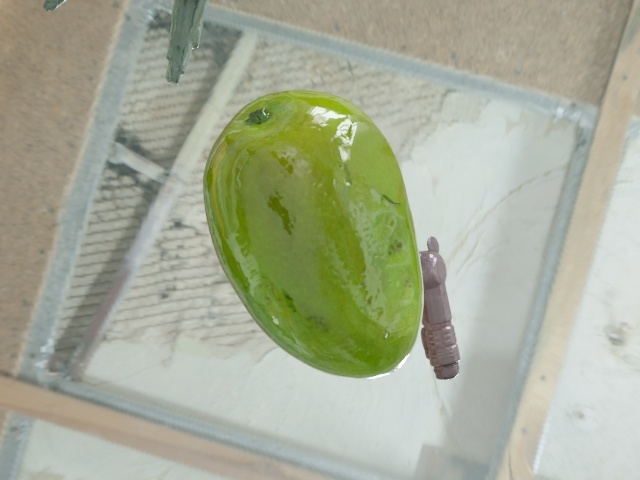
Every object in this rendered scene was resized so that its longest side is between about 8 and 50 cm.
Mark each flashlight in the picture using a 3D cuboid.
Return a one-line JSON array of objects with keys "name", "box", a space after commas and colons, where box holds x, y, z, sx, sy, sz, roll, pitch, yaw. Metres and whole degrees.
[{"name": "flashlight", "box": [0.085, 0.053, 0.936, 0.031, 0.052, 0.110, -9, -86, 32]}]

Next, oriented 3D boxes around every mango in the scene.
[{"name": "mango", "box": [0.000, 0.000, 0.427, 0.073, 0.056, 0.108, -36, -80, -33]}]

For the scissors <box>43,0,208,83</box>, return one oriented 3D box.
[{"name": "scissors", "box": [-0.048, -0.286, 0.766, 0.256, 0.029, 0.383, 24, -95, 1]}]
